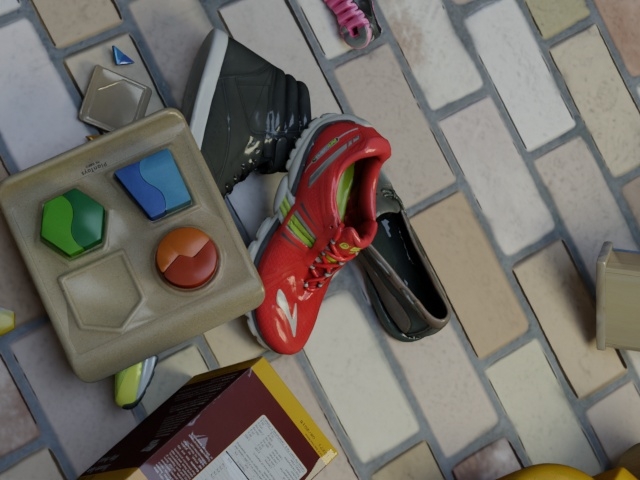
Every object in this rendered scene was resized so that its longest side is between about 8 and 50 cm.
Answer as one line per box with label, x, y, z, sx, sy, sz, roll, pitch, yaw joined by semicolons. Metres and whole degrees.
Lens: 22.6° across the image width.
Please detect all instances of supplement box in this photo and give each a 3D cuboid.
supplement box;-0.124;0.236;1.628;0.194;0.191;0.129;-41;99;-27

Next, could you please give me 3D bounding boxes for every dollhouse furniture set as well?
dollhouse furniture set;0.483;0.046;2.033;0.303;0.198;0.286;-57;148;-48

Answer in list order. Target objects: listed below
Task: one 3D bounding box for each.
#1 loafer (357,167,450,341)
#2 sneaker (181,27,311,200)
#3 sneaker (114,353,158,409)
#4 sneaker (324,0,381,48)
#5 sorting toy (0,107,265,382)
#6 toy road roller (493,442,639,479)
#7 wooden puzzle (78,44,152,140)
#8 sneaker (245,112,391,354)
loafer;0.074;-0.012;1.836;0.096;0.084;0.267;-30;94;-28
sneaker;-0.090;-0.080;1.756;0.147;0.104;0.295;20;67;-16
sneaker;-0.222;0.076;1.685;0.094;0.081;0.208;0;74;-18
sneaker;0.038;-0.286;1.903;0.057;0.047;0.119;-22;91;-50
sorting toy;-0.238;0.022;1.630;0.307;0.041;0.229;-25;85;-7
toy road roller;0.312;0.316;1.829;0.240;0.202;0.329;40;67;-2
wooden puzzle;-0.226;-0.149;1.757;0.078;0.014;0.116;31;68;-22
sneaker;0.000;0.000;1.739;0.107;0.118;0.279;7;103;-47
